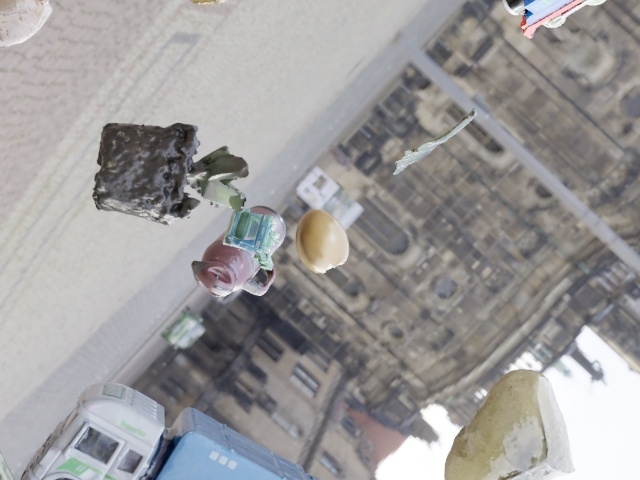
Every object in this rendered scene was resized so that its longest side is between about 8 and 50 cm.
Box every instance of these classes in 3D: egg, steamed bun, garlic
[{"bbox_3d":[0.000,0.000,1.369,0.080,0.096,0.080,-25,-159,10],"label":"egg"},{"bbox_3d":[0.316,0.316,1.435,0.231,0.212,0.110,-10,-156,-18],"label":"steamed bun"},{"bbox_3d":[-0.537,-0.397,1.551,0.128,0.198,0.090,86,-2,-60],"label":"garlic"}]

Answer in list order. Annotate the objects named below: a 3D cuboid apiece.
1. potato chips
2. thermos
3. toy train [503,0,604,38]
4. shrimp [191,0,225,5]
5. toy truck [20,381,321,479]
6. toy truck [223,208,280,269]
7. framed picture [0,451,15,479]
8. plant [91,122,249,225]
[{"bbox_3d":[0.224,-0.196,1.744,0.207,0.028,0.092,-34,177,-17],"label":"potato chips"},{"bbox_3d":[-0.163,0.040,1.862,0.110,0.136,0.330,-15,-165,19],"label":"thermos"},{"bbox_3d":[0.395,-0.428,1.497,0.204,0.131,0.082,-25,-125,48],"label":"toy train"},{"bbox_3d":[-0.188,-0.356,1.164,0.101,0.190,0.042,88,22,-47],"label":"shrimp"},{"bbox_3d":[-0.146,0.300,1.037,0.175,0.367,0.146,-61,-169,-4],"label":"toy truck"},{"bbox_3d":[-0.116,-0.002,1.554,0.175,0.081,0.067,85,21,-76],"label":"toy truck"},{"bbox_3d":[-0.519,0.381,1.136,0.293,0.231,0.018,-27,-176,-18],"label":"framed picture"},{"bbox_3d":[-0.202,-0.088,1.221,0.142,0.203,0.131,149,-59,-75],"label":"plant"}]
